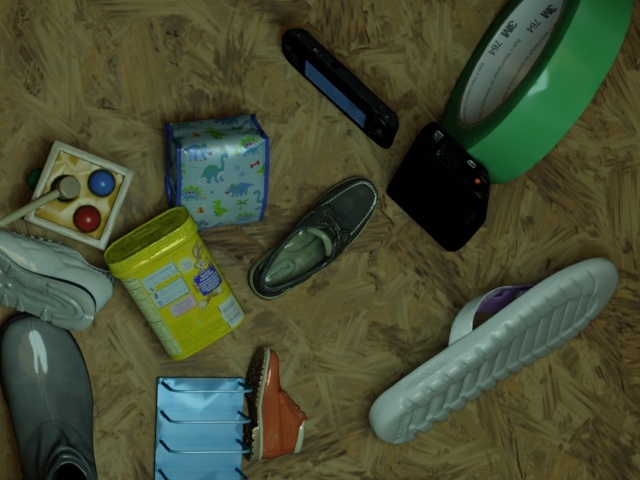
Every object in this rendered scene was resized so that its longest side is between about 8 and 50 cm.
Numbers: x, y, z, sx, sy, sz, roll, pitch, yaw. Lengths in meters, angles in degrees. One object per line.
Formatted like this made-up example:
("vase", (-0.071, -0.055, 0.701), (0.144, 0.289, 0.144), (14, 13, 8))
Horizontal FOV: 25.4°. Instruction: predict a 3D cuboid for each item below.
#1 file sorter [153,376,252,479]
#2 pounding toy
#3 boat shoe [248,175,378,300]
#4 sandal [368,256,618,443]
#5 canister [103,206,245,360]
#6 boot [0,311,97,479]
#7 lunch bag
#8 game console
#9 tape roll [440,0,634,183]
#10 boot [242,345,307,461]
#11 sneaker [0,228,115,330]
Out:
("file sorter", (-0.154, 0.271, 1.875), (0.118, 0.104, 0.170), (2, 92, -14))
("pounding toy", (-0.328, -0.054, 1.821), (0.141, 0.100, 0.130), (22, 86, -14))
("boat shoe", (-0.001, 0.000, 1.923), (0.223, 0.073, 0.080), (-41, 101, -10))
("sandal", (0.231, 0.126, 1.969), (0.416, 0.169, 0.102), (-32, 59, -12))
("canister", (-0.187, 0.059, 1.852), (0.126, 0.073, 0.170), (-31, 116, -4))
("boot", (-0.322, 0.258, 1.769), (0.118, 0.222, 0.338), (-14, 95, -13))
("lunch bag", (-0.137, -0.083, 1.877), (0.128, 0.096, 0.151), (-8, 123, -14))
("game console", (0.080, -0.141, 1.891), (0.361, 0.213, 0.044), (44, 72, 7))
("tape roll", (0.279, -0.229, 1.862), (0.077, 0.321, 0.321), (31, 84, -15))
("boot", (-0.059, 0.219, 1.927), (0.084, 0.059, 0.158), (0, 100, -18))
("sneaker", (-0.380, 0.031, 1.826), (0.235, 0.090, 0.095), (28, 41, 0))
